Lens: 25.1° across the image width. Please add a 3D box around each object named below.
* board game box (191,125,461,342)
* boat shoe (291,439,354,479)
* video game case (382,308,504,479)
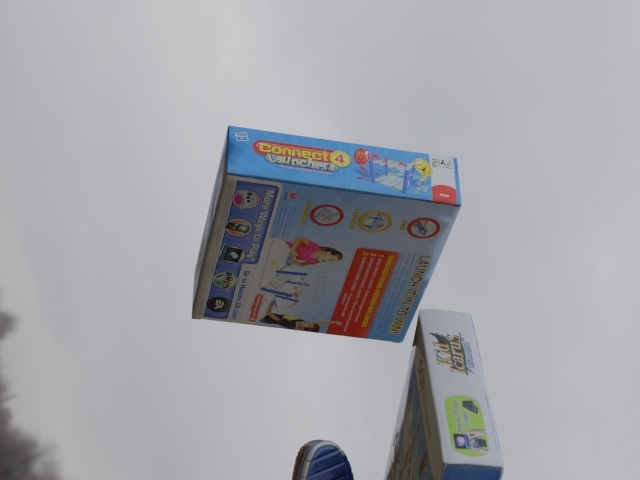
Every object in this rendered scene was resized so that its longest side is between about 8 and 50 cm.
[{"bbox_3d":[0.000,0.000,1.907,0.308,0.302,0.086,109,-15,-49],"label":"board game box"},{"bbox_3d":[-0.013,0.266,1.373,0.066,0.066,0.183,30,-57,51],"label":"boat shoe"},{"bbox_3d":[0.113,0.247,1.436,0.244,0.061,0.269,-92,-170,-59],"label":"video game case"}]
